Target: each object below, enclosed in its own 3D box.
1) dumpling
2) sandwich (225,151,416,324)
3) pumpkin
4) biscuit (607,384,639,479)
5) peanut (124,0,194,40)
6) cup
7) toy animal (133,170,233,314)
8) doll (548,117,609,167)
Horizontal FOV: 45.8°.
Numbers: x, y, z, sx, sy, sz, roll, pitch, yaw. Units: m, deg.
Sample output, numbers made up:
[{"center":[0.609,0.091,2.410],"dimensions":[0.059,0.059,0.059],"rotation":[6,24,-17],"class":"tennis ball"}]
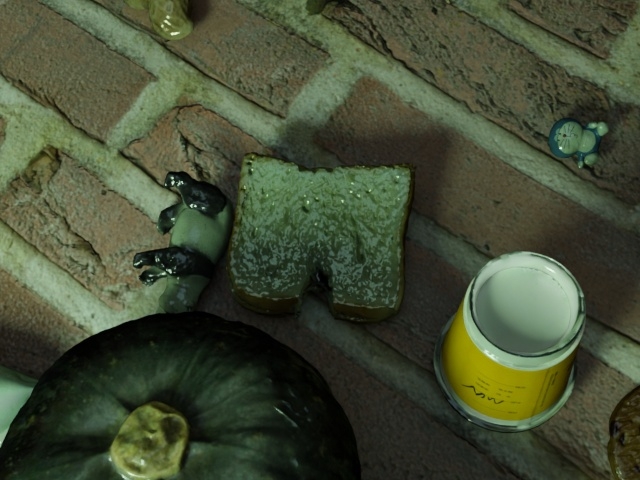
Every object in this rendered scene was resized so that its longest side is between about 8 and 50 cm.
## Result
[{"center":[-0.498,0.237,1.098],"dimensions":[0.216,0.149,0.105],"rotation":[5,31,0],"class":"dumpling"},{"center":[0.000,0.000,1.140],"dimensions":[0.273,0.095,0.249],"rotation":[5,73,5],"class":"sandwich"},{"center":[-0.172,0.302,0.905],"dimensions":[0.454,0.344,0.455],"rotation":[-3,51,3],"class":"pumpkin"},{"center":[0.495,0.282,1.023],"dimensions":[0.212,0.036,0.212],"rotation":[-1,69,3],"class":"biscuit"},{"center":[-0.295,-0.443,1.336],"dimensions":[0.104,0.085,0.228],"rotation":[-43,73,-2],"class":"peanut"},{"center":[0.245,0.130,0.976],"dimensions":[0.196,0.280,0.197],"rotation":[-3,63,6],"class":"cup"},{"center":[-0.208,0.015,1.156],"dimensions":[0.121,0.094,0.225],"rotation":[16,70,1],"class":"toy animal"},{"center":[0.400,-0.153,1.189],"dimensions":[0.083,0.050,0.076],"rotation":[15,89,9],"class":"doll"}]
